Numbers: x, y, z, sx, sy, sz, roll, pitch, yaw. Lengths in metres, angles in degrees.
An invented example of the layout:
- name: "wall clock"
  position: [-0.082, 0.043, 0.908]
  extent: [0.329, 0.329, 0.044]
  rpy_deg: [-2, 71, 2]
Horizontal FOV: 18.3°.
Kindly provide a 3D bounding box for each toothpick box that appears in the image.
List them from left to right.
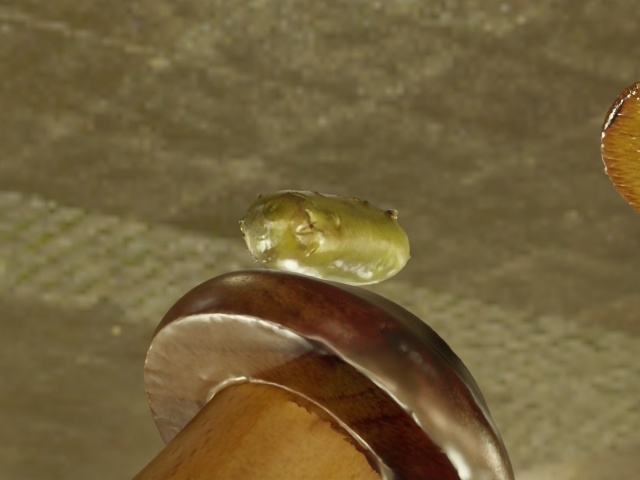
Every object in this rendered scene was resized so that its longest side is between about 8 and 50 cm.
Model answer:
- name: "toothpick box"
  position: [-0.043, 0.145, 0.854]
  extent: [0.192, 0.294, 0.192]
  rpy_deg: [24, 140, 22]

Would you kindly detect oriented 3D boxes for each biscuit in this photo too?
- name: "biscuit"
  position: [0.319, -0.094, 1.788]
  extent: [0.126, 0.025, 0.206]
  rpy_deg: [30, 141, 0]

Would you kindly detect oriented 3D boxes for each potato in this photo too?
- name: "potato"
  position: [0.000, 0.000, 1.653]
  extent: [0.105, 0.085, 0.188]
  rpy_deg: [-2, 172, 28]
